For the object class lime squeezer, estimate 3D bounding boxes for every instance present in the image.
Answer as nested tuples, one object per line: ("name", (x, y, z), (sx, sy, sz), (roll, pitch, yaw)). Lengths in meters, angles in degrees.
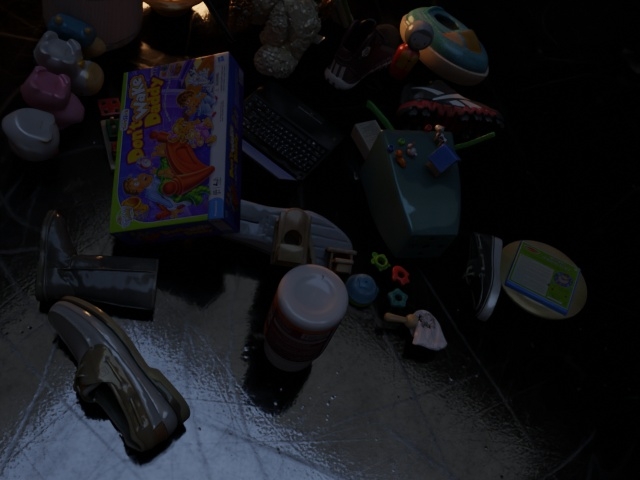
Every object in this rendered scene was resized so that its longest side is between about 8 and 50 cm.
("lime squeezer", (0.239, -0.231, 1.626), (0.310, 0.059, 0.110), (19, 90, 23))

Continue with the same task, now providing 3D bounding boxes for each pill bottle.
("pill bottle", (-0.034, 0.144, 1.242), (0.121, 0.221, 0.121), (7, 57, -11))

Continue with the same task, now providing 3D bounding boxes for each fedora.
("fedora", (-0.358, -0.603, 1.722), (0.194, 0.079, 0.194), (6, 59, -10))

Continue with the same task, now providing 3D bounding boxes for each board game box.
("board game box", (-0.271, -0.175, 1.363), (0.233, 0.078, 0.347), (-7, 69, 16))

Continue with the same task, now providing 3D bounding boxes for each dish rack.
("dish rack", (-0.231, -0.638, 1.720), (0.074, 0.208, 0.272), (-17, 48, 15))

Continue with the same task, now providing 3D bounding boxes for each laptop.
("laptop", (-0.100, -0.246, 1.526), (0.234, 0.136, 0.264), (38, 65, 10))

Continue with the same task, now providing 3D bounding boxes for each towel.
("towel", (-0.067, -0.653, 1.761), (0.325, 0.248, 0.038), (34, 95, 7))

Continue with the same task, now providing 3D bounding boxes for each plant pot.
("plant pot", (0.201, -0.089, 1.500), (0.165, 0.166, 0.234), (-1, 61, -16))

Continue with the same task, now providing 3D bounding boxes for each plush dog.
("plush dog", (-0.110, -0.543, 1.636), (0.225, 0.210, 0.262), (29, 47, -29))

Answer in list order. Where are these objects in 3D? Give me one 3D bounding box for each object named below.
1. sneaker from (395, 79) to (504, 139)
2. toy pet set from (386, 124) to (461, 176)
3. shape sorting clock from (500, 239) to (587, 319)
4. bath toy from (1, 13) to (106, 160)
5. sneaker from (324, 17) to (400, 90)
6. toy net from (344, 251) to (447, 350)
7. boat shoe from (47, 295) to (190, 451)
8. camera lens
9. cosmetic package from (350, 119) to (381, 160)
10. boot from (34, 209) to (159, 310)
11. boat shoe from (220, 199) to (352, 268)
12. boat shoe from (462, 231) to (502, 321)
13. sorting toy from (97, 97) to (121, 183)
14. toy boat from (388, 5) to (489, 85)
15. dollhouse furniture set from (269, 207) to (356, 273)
("sneaker", (0.313, -0.323, 1.717), (0.276, 0.098, 0.135), (5, 59, -11))
("toy pet set", (0.220, -0.186, 1.427), (0.122, 0.065, 0.114), (-31, 77, -25))
("shape sorting clock", (0.477, 0.084, 1.535), (0.206, 0.040, 0.206), (6, 55, -8))
("bath toy", (-0.541, -0.293, 1.445), (0.151, 0.129, 0.348), (24, 53, -23))
("sneaker", (0.129, -0.491, 1.735), (0.106, 0.162, 0.281), (37, 56, 9))
("toy net", (0.162, 0.132, 1.417), (0.232, 0.045, 0.122), (42, 55, 10))
("boat shoe", (-0.355, 0.216, 1.172), (0.302, 0.113, 0.103), (41, 51, 11))
("camera lens", (-0.496, -0.569, 1.541), (0.219, 0.274, 0.219), (7, 56, -11))
("cosmetic package", (0.122, -0.218, 1.630), (0.060, 0.041, 0.115), (-14, 63, -22))
("boot", (-0.403, 0.036, 1.299), (0.208, 0.076, 0.190), (-1, 72, -8))
("boat shoe", (-0.084, -0.018, 1.408), (0.302, 0.094, 0.109), (19, 84, -6))
("boat shoe", (0.333, 0.073, 1.485), (0.070, 0.078, 0.219), (20, 47, -4))
("sorting toy", (-0.386, -0.222, 1.488), (0.132, 0.046, 0.275), (-9, 60, -21))
("toy boat", (0.291, -0.488, 1.756), (0.267, 0.148, 0.318), (45, 42, 16))
("dollhouse furniture set", (0.000, 0.000, 1.278), (0.161, 0.182, 0.101), (8, 85, -8))
